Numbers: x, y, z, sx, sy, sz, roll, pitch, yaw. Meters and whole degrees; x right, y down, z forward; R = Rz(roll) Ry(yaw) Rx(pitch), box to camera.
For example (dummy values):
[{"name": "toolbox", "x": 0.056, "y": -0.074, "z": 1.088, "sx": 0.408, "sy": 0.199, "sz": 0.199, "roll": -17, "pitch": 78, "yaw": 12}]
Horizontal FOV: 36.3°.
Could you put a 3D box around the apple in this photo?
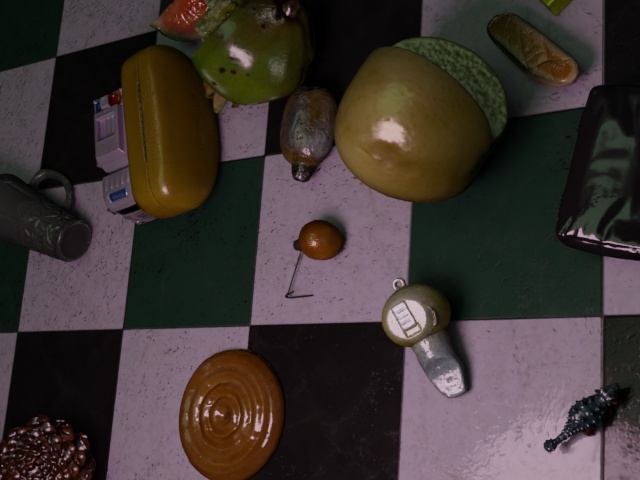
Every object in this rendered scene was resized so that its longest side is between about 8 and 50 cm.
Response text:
[{"name": "apple", "x": 0.171, "y": -0.202, "z": 1.639, "sx": 0.254, "sy": 0.292, "sz": 0.292, "roll": 34, "pitch": 98, "yaw": 13}]

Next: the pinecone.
[{"name": "pinecone", "x": -0.576, "y": 0.482, "z": 2.028, "sx": 0.222, "sy": 0.221, "sz": 0.221, "roll": -10, "pitch": 71, "yaw": 33}]

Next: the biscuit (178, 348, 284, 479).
[{"name": "biscuit", "x": -0.179, "y": 0.337, "z": 1.888, "sx": 0.262, "sy": 0.037, "sz": 0.261, "roll": -11, "pitch": 71, "yaw": 34}]

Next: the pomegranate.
[{"name": "pomegranate", "x": -0.143, "y": -0.377, "z": 1.949, "sx": 0.340, "sy": 0.261, "sz": 0.260, "roll": 130, "pitch": 133, "yaw": -54}]

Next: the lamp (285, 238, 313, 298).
[{"name": "lamp", "x": -0.041, "y": 0.050, "z": 1.874, "sx": 0.054, "sy": 0.041, "sz": 0.121, "roll": -8, "pitch": 69, "yaw": 42}]

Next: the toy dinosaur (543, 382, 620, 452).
[{"name": "toy dinosaur", "x": 0.400, "y": 0.270, "z": 1.485, "sx": 0.154, "sy": 0.055, "sz": 0.049, "roll": -46, "pitch": 59, "yaw": 13}]

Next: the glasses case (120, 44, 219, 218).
[{"name": "glasses case", "x": -0.307, "y": -0.231, "z": 2.050, "sx": 0.141, "sy": 0.173, "sz": 0.371, "roll": -20, "pitch": 69, "yaw": 31}]

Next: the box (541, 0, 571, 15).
[{"name": "box", "x": 0.383, "y": -0.572, "z": 1.739, "sx": 0.187, "sy": 0.047, "sz": 0.335, "roll": -44, "pitch": 57, "yaw": 18}]

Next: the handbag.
[{"name": "handbag", "x": 0.503, "y": -0.100, "z": 1.498, "sx": 0.244, "sy": 0.088, "sz": 0.275, "roll": 11, "pitch": 80, "yaw": 34}]

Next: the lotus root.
[{"name": "lotus root", "x": -0.025, "y": -0.207, "z": 1.900, "sx": 0.113, "sy": 0.088, "sz": 0.191, "roll": 5, "pitch": 80, "yaw": 30}]

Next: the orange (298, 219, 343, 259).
[{"name": "orange", "x": 0.000, "y": 0.000, "z": 1.830, "sx": 0.085, "sy": 0.085, "sz": 0.084, "roll": -10, "pitch": 71, "yaw": 33}]

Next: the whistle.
[{"name": "whistle", "x": 0.184, "y": 0.161, "z": 1.654, "sx": 0.123, "sy": 0.123, "sz": 0.223, "roll": -33, "pitch": 82, "yaw": 24}]

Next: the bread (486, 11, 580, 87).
[{"name": "bread", "x": 0.366, "y": -0.322, "z": 1.677, "sx": 0.073, "sy": 0.053, "sz": 0.214, "roll": -48, "pitch": 53, "yaw": 10}]

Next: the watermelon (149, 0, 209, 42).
[{"name": "watermelon", "x": -0.258, "y": -0.513, "z": 2.130, "sx": 0.245, "sy": 0.119, "sz": 0.063, "roll": -30, "pitch": 50, "yaw": 25}]

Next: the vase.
[{"name": "vase", "x": -0.666, "y": -0.055, "z": 2.288, "sx": 0.301, "sy": 0.156, "sz": 0.251, "roll": 23, "pitch": 65, "yaw": 32}]

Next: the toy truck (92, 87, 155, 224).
[{"name": "toy truck", "x": -0.412, "y": -0.182, "z": 2.122, "sx": 0.124, "sy": 0.155, "sz": 0.267, "roll": -19, "pitch": 67, "yaw": 30}]
